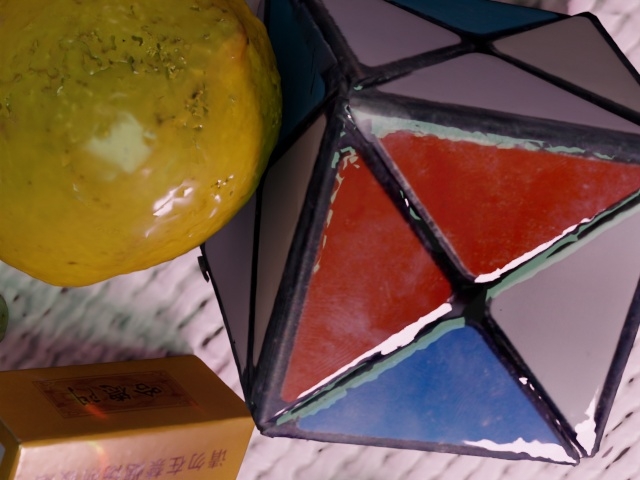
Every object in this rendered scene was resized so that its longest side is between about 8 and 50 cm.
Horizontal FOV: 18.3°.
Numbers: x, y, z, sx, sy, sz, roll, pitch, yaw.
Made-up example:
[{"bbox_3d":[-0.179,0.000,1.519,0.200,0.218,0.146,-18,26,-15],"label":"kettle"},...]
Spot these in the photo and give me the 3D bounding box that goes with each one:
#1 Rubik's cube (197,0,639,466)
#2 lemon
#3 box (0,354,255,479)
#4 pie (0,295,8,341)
[{"bbox_3d":[0.085,-0.032,1.598,0.305,0.310,0.307,7,116,-13],"label":"Rubik's cube"},{"bbox_3d":[-0.167,-0.092,1.493,0.258,0.258,0.310,23,145,-25],"label":"lemon"},{"bbox_3d":[-0.240,0.311,1.802,0.264,0.116,0.415,-3,122,-42],"label":"box"},{"bbox_3d":[-0.316,0.073,1.755,0.085,0.017,0.085,-6,123,-8],"label":"pie"}]
